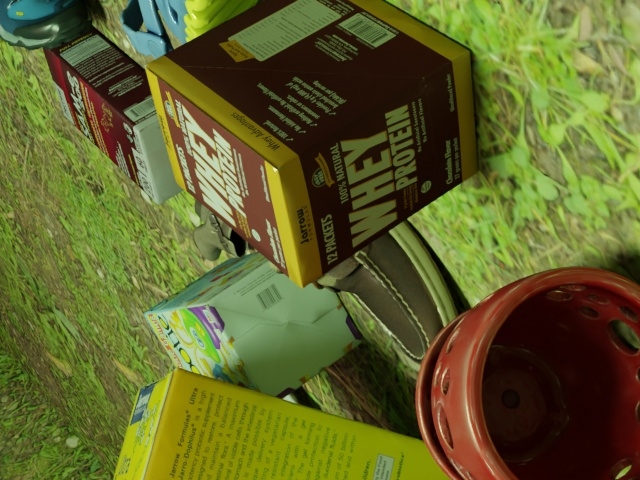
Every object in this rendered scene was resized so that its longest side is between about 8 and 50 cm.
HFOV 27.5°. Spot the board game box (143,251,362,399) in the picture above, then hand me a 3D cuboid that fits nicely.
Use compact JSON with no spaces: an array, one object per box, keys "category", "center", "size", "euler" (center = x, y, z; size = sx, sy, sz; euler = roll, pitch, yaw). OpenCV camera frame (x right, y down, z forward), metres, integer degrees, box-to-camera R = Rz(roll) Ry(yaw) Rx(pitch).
[{"category":"board game box","center":[-0.090,0.106,1.600],"size":[0.142,0.144,0.275],"euler":[60,158,-7]}]

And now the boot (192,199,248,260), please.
[{"category":"boot","center":[-0.124,-0.002,1.664],"size":[0.087,0.042,0.118],"euler":[35,150,38]}]

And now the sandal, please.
[{"category":"sandal","center":[-0.123,-0.239,1.211],"size":[0.138,0.126,0.317],"euler":[38,152,9]}]

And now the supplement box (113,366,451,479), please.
[{"category":"supplement box","center":[-0.040,0.290,1.436],"size":[0.356,0.195,0.194],"euler":[18,163,-13]}]

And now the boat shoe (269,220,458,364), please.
[{"category":"boat shoe","center":[0.000,0.000,1.299],"size":[0.342,0.123,0.123],"euler":[53,157,11]}]

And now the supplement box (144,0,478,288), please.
[{"category":"supplement box","center":[-0.006,-0.099,1.086],"size":[0.191,0.194,0.129],"euler":[38,151,39]}]

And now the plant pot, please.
[{"category":"plant pot","center":[0.173,0.127,1.026],"size":[0.191,0.191,0.174],"euler":[57,161,1]}]

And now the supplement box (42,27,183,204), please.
[{"category":"supplement box","center":[-0.256,-0.166,1.677],"size":[0.239,0.073,0.130],"euler":[41,153,36]}]

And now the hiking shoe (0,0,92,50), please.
[{"category":"hiking shoe","center":[-0.402,-0.348,1.681],"size":[0.304,0.113,0.132],"euler":[39,152,38]}]

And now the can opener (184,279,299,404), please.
[{"category":"can opener","center":[-0.118,0.179,1.816],"size":[0.283,0.095,0.076],"euler":[46,154,26]}]
